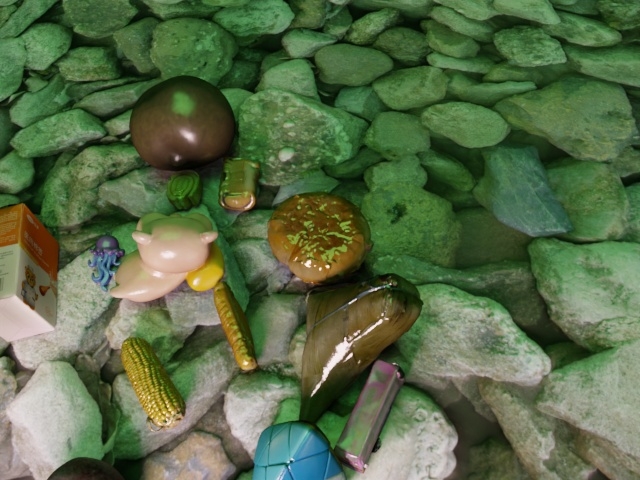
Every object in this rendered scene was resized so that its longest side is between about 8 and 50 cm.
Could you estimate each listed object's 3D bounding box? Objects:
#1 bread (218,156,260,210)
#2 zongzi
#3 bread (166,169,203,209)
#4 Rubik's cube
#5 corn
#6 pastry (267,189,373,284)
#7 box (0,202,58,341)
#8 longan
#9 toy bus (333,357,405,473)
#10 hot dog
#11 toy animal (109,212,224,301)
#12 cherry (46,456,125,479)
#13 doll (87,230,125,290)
[{"bbox_3d":[-0.281,-0.201,1.756,0.134,0.081,0.225,3,53,-1],"label":"bread"},{"bbox_3d":[0.087,0.279,1.263,0.174,0.356,0.393,31,55,-28],"label":"zongzi"},{"bbox_3d":[-0.470,-0.174,1.756,0.118,0.064,0.156,-3,56,6],"label":"bread"},{"bbox_3d":[-0.100,0.533,1.166,0.254,0.254,0.254,-1,55,2],"label":"Rubik's cube"},{"bbox_3d":[-0.452,0.376,1.347,0.106,0.106,0.293,-32,55,-18],"label":"corn"},{"bbox_3d":[0.000,0.000,1.533,0.316,0.184,0.284,27,67,19],"label":"pastry"},{"bbox_3d":[-0.896,0.089,1.494,0.143,0.225,0.341,-13,55,-5],"label":"box"},{"bbox_3d":[-0.474,-0.398,1.755,0.361,0.361,0.361,-1,55,2],"label":"longan"},{"bbox_3d":[0.128,0.430,1.271,0.090,0.112,0.274,17,57,23],"label":"toy bus"},{"bbox_3d":[-0.247,0.242,1.444,0.068,0.083,0.289,-30,56,6],"label":"hot dog"},{"bbox_3d":[-0.470,0.010,1.513,0.345,0.247,0.277,-12,53,-6],"label":"toy animal"},{"bbox_3d":[-0.542,0.605,1.137,0.266,0.183,0.213,21,66,-1],"label":"cherry"},{"bbox_3d":[-0.680,0.063,1.603,0.110,0.067,0.205,2,65,-12],"label":"doll"}]
